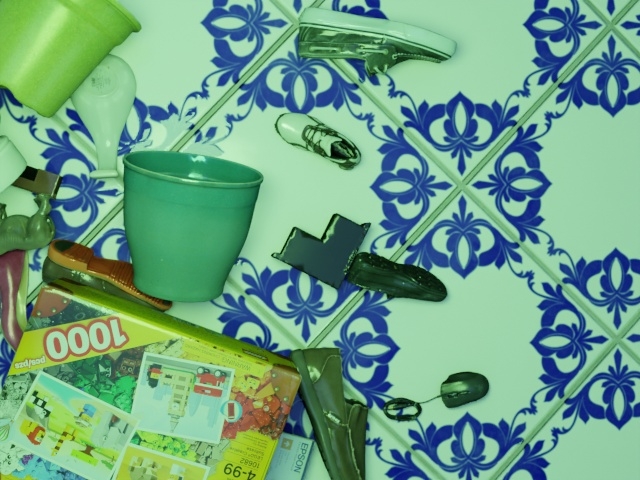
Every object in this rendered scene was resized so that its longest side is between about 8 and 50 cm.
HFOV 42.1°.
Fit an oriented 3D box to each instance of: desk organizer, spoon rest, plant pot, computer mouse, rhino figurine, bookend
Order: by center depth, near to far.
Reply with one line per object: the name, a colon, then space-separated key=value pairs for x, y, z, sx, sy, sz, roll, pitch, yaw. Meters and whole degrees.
plant pot: x=-0.527 y=-0.383 z=1.587 sx=0.276 sy=0.276 sz=0.254 roll=32 pitch=88 yaw=-6
plant pot: x=-0.264 y=-0.024 z=1.643 sx=0.272 sy=0.271 sz=0.255 roll=8 pitch=105 yaw=-7
rhino figurine: x=-0.638 y=-0.024 z=1.665 sx=0.243 sy=0.073 sz=0.106 roll=-8 pitch=87 yaw=12
desk organizer: x=-0.597 y=-0.128 z=1.694 sx=0.130 sy=0.047 sz=0.050 roll=18 pitch=86 yaw=-7
spoon rest: x=-0.446 y=-0.253 z=1.706 sx=0.137 sy=0.084 sz=0.276 roll=-3 pitch=78 yaw=-8
bookend: x=0.000 y=0.000 z=1.757 sx=0.157 sy=0.072 sz=0.156 roll=26 pitch=87 yaw=-6
computer mouse: x=0.254 y=0.343 z=1.809 sx=0.242 sy=0.041 sz=0.071 roll=-17 pitch=94 yaw=-6

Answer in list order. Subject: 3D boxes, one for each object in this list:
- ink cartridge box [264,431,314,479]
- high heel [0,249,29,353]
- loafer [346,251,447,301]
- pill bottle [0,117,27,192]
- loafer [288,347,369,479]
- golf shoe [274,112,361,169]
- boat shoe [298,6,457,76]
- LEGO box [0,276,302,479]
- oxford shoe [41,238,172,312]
ink cartridge box: x=-0.217 y=0.521 z=1.739 sx=0.330 sy=0.071 sz=0.324 roll=18 pitch=87 yaw=-10
high heel: x=-0.594 y=0.140 z=1.687 sx=0.117 sy=0.082 sz=0.244 roll=-30 pitch=87 yaw=-8
loafer: x=0.164 y=0.090 z=1.786 sx=0.223 sy=0.076 sz=0.078 roll=18 pitch=124 yaw=-13
pill bottle: x=-0.727 y=-0.241 z=1.492 sx=0.224 sy=0.224 sz=0.392 roll=-35 pitch=116 yaw=-6
loafer: x=0.048 y=0.387 z=1.736 sx=0.130 sy=0.134 sz=0.365 roll=-20 pitch=93 yaw=-6
golf shoe: x=-0.001 y=-0.217 z=1.745 sx=0.198 sy=0.094 sz=0.077 roll=24 pitch=89 yaw=-5
boat shoe: x=0.114 y=-0.403 z=1.758 sx=0.335 sy=0.121 sz=0.119 roll=11 pitch=97 yaw=4
LEGO box: x=-0.338 y=0.331 z=1.586 sx=0.500 sy=0.193 sz=0.372 roll=20 pitch=88 yaw=-8
oxford shoe: x=-0.437 y=0.094 z=1.707 sx=0.271 sy=0.097 sz=0.098 roll=26 pitch=111 yaw=-5
